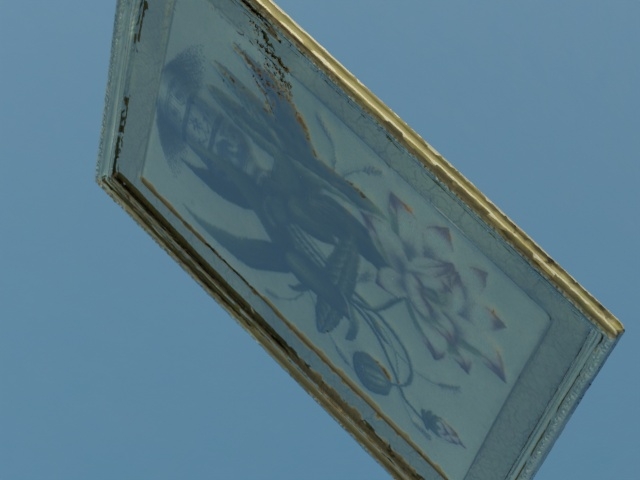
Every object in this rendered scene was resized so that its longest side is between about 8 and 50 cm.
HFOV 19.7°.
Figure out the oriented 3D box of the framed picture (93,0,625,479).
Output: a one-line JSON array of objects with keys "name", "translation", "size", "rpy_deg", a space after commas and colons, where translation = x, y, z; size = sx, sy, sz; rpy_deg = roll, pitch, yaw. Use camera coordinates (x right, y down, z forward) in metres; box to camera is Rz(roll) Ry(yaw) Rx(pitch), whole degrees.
[{"name": "framed picture", "translation": [0.000, 0.000, 0.670], "size": [0.010, 0.173, 0.231], "rpy_deg": [-35, -112, -30]}]
